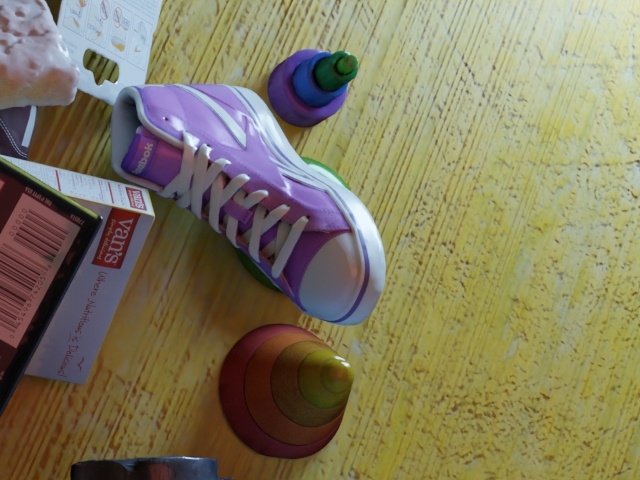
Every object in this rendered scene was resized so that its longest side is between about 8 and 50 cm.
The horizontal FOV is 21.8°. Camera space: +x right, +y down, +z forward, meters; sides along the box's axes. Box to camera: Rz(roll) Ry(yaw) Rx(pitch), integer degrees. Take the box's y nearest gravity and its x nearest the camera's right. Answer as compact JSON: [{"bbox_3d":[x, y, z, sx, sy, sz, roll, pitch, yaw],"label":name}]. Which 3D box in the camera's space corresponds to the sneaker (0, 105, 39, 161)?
[{"bbox_3d":[-0.355,-0.077,1.281,0.281,0.106,0.162,5,88,-18],"label":"sneaker"}]

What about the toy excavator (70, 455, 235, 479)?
[{"bbox_3d":[0.053,0.291,1.305,0.445,0.433,0.222,-2,78,2],"label":"toy excavator"}]

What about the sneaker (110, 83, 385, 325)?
[{"bbox_3d":[-0.076,-0.030,1.332,0.161,0.102,0.282,4,32,-44],"label":"sneaker"}]

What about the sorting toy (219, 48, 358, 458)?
[{"bbox_3d":[0.000,0.000,1.422,0.127,0.126,0.365,10,75,-24],"label":"sorting toy"}]

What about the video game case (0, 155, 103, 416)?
[{"bbox_3d":[-0.311,0.040,1.096,0.248,0.035,0.275,32,71,-20],"label":"video game case"}]

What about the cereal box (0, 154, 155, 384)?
[{"bbox_3d":[-0.267,0.014,1.273,0.240,0.173,0.047,14,29,-24],"label":"cereal box"}]

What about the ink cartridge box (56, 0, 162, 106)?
[{"bbox_3d":[-0.185,-0.230,1.371,0.056,0.181,0.224,11,86,19],"label":"ink cartridge box"}]

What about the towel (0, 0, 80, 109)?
[{"bbox_3d":[-0.378,-0.203,1.228,0.332,0.053,0.317,-6,49,-26],"label":"towel"}]
